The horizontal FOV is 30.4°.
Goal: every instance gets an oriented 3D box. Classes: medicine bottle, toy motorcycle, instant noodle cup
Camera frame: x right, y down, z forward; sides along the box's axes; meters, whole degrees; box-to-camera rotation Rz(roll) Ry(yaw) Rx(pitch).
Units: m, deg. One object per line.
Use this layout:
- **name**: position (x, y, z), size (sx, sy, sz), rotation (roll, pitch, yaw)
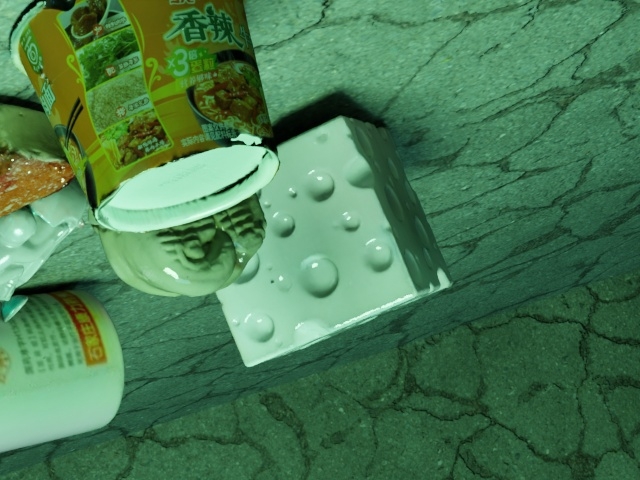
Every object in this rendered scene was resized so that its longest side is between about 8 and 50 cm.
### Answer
- **medicine bottle**: position (-0.494, 0.199, 1.669), size (0.388, 0.219, 0.219), rotation (-9, 161, -38)
- **toy motorcycle**: position (-0.346, 0.001, 1.301), size (0.260, 0.110, 0.171), rotation (-48, -178, -28)
- **instant noodle cup**: position (-0.148, -0.123, 1.078), size (0.230, 0.182, 0.230), rotation (-18, 165, -5)

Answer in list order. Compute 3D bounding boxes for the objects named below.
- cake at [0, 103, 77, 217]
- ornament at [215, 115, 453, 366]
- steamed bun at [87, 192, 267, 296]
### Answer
- **cake**: position (-0.344, -0.061, 1.217), size (0.220, 0.086, 0.117), rotation (-32, 159, 33)
- **ornament**: position (0.000, 0.000, 1.526), size (0.239, 0.239, 0.240), rotation (-23, 174, 16)
- **steamed bun**: position (-0.174, -0.033, 1.260), size (0.144, 0.218, 0.211), rotation (-31, 177, 36)
